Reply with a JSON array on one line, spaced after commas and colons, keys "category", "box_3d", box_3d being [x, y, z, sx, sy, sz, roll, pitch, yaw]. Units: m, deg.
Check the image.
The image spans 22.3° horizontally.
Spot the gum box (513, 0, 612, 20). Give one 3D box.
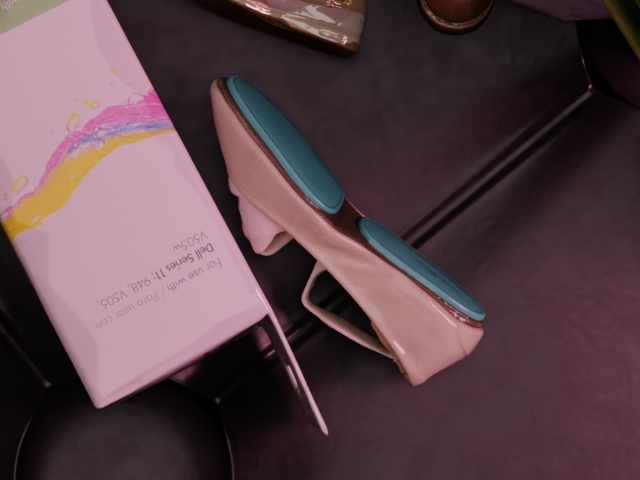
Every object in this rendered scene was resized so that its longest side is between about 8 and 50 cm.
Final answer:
[{"category": "gum box", "box_3d": [0.134, -0.215, 1.046, 0.062, 0.188, 0.107, 3, 85, 43]}]

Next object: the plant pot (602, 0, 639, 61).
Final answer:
[{"category": "plant pot", "box_3d": [0.269, -0.193, 0.941, 0.227, 0.207, 0.228, -38, 108, -4]}]

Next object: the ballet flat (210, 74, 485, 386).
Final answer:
[{"category": "ballet flat", "box_3d": [0.000, 0.000, 1.079, 0.248, 0.086, 0.086, 44, 86, 0]}]

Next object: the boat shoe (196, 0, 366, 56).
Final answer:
[{"category": "boat shoe", "box_3d": [-0.033, -0.167, 1.103, 0.135, 0.050, 0.045, 21, 82, -11]}]

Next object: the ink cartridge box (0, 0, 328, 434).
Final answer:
[{"category": "ink cartridge box", "box_3d": [-0.129, -0.014, 1.005, 0.119, 0.207, 0.353, -28, 87, -5]}]

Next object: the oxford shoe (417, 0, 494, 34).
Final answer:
[{"category": "oxford shoe", "box_3d": [0.094, -0.252, 1.099, 0.076, 0.076, 0.212, -6, 84, 0]}]
